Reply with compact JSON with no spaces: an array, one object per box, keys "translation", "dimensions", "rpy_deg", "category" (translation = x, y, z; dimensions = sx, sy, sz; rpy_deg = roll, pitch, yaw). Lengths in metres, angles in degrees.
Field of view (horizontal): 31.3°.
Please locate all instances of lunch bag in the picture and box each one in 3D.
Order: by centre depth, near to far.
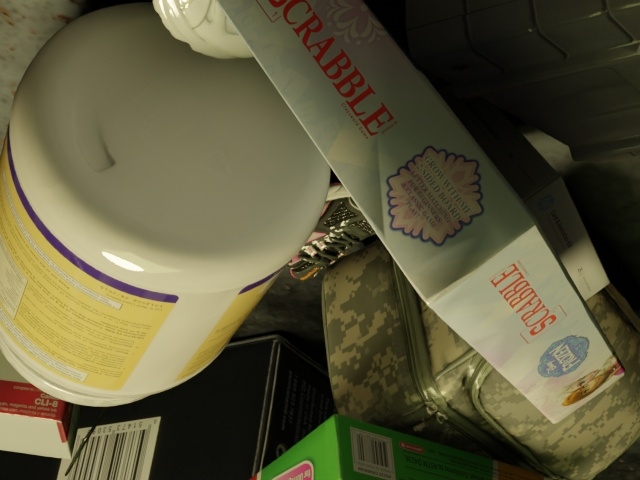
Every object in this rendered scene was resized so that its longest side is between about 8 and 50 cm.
[{"translation":[0.178,0.105,1.098],"dimensions":[0.256,0.212,0.305],"rpy_deg":[-27,137,22],"category":"lunch bag"}]

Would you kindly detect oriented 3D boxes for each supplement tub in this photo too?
[{"translation":[-0.154,-0.011,0.949],"dimensions":[0.241,0.241,0.331],"rpy_deg":[18,148,-14],"category":"supplement tub"}]

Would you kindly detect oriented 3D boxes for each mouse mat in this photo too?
[{"translation":[-0.242,0.180,1.341],"dimensions":[0.007,0.189,0.152],"rpy_deg":[32,147,-4],"category":"mouse mat"}]

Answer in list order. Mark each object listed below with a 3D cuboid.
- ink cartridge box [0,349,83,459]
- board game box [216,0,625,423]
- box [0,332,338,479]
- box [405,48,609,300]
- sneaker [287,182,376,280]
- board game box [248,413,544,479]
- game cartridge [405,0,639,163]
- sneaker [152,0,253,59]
[{"translation":[-0.334,0.141,1.311],"dimensions":[0.127,0.176,0.128],"rpy_deg":[7,150,-1],"category":"ink cartridge box"},{"translation":[0.049,-0.058,0.702],"dimensions":[0.066,0.318,0.319],"rpy_deg":[-37,153,7],"category":"board game box"},{"translation":[-0.125,0.385,1.548],"dimensions":[0.480,0.297,0.472],"rpy_deg":[-14,144,33],"category":"box"},{"translation":[0.137,-0.054,0.865],"dimensions":[0.038,0.186,0.145],"rpy_deg":[-34,138,4],"category":"box"},{"translation":[0.000,0.000,1.063],"dimensions":[0.178,0.077,0.072],"rpy_deg":[-11,153,42],"category":"sneaker"},{"translation":[0.024,0.287,1.091],"dimensions":[0.242,0.064,0.316],"rpy_deg":[20,136,-28],"category":"board game box"},{"translation":[0.230,-0.113,0.719],"dimensions":[0.230,0.068,0.355],"rpy_deg":[-5,172,29],"category":"game cartridge"},{"translation":[-0.066,-0.207,0.753],"dimensions":[0.115,0.090,0.232],"rpy_deg":[-9,145,22],"category":"sneaker"}]
